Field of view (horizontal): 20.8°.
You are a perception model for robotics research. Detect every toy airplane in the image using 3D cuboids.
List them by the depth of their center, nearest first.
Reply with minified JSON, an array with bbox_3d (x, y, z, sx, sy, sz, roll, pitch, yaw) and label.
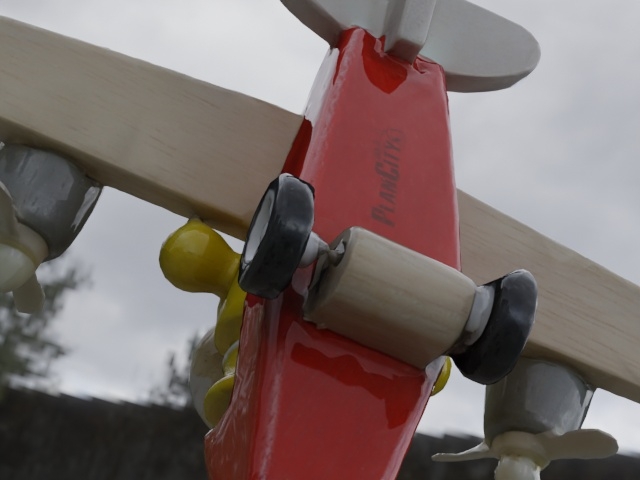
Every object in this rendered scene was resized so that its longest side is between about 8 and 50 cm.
[{"bbox_3d":[0.000,0.000,1.010,0.384,0.386,0.272,-15,-35,-45],"label":"toy airplane"}]
